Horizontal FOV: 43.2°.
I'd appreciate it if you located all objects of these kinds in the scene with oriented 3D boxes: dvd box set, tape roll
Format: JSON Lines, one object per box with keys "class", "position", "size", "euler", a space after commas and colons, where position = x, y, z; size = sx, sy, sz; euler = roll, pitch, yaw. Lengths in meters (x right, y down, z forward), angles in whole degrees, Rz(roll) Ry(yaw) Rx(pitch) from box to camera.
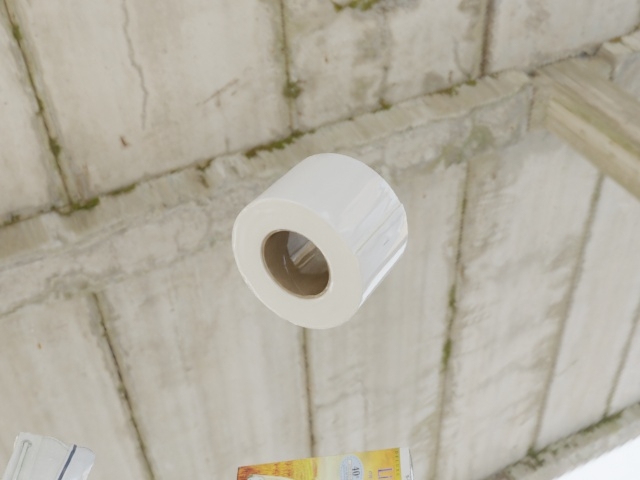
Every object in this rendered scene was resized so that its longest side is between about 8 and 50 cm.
{"class": "dvd box set", "position": [0.007, 0.632, 1.821], "size": [0.421, 0.307, 0.062], "euler": [-9, -48, 10]}
{"class": "tape roll", "position": [0.000, 0.000, 1.329], "size": [0.169, 0.246, 0.246], "euler": [-45, -28, -46]}

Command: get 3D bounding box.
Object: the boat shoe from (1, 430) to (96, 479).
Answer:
{"class": "boat shoe", "position": [-0.387, 0.355, 0.900], "size": [0.157, 0.367, 0.135], "euler": [25, -53, -8]}
